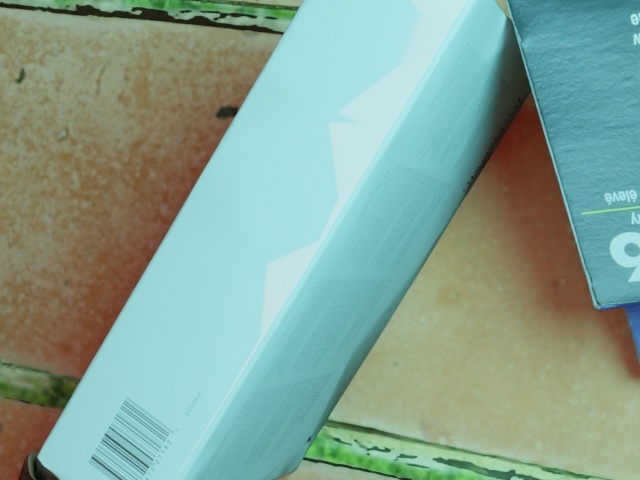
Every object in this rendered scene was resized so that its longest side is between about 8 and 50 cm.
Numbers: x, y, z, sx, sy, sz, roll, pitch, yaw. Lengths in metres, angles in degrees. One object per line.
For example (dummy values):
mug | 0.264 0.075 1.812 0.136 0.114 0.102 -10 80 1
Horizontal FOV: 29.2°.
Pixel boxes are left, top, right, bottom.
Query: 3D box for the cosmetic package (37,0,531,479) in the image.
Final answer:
cosmetic package | 0.000 0.000 0.830 0.097 0.284 0.377 34 97 18

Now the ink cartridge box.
ink cartridge box | 0.293 -0.045 0.725 0.304 0.072 0.307 -9 111 31

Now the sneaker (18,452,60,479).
sneaker | -0.162 0.196 0.986 0.189 0.066 0.071 -11 84 15
